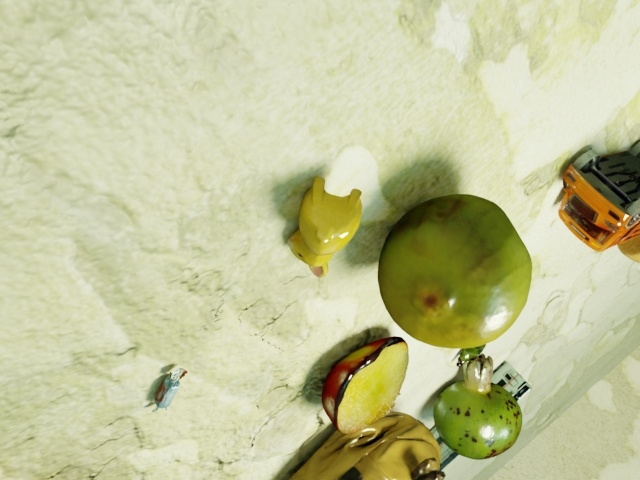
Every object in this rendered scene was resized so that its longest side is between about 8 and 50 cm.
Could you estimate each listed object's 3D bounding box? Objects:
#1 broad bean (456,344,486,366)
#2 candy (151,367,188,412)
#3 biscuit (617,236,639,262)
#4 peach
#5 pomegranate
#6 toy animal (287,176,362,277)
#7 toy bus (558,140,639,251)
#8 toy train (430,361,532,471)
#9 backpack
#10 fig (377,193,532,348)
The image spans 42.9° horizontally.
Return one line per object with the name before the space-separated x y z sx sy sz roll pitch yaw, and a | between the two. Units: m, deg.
broad bean | 0.316 0.206 1.672 0.061 0.046 0.195 -34 153 -20
candy | -0.191 0.189 1.029 0.030 0.020 0.083 -9 140 -41
biscuit | 0.721 -0.092 1.596 0.355 0.052 0.275 -54 -168 36
peach | 0.076 0.241 1.396 0.189 0.068 0.279 -44 151 -13
pomegranate | 0.353 0.375 1.834 0.202 0.202 0.248 -12 112 -44
toy animal | -0.002 0.002 0.957 0.159 0.070 0.083 113 -6 -60
toy bus | 0.539 -0.076 1.456 0.329 0.143 0.153 -14 144 -45
toy train | 0.349 0.472 2.044 0.407 0.088 0.086 -44 151 4
backpack | 0.099 0.487 1.632 0.378 0.201 0.353 8 129 -52
fig | 0.186 0.028 1.104 0.207 0.207 0.230 101 16 -49
